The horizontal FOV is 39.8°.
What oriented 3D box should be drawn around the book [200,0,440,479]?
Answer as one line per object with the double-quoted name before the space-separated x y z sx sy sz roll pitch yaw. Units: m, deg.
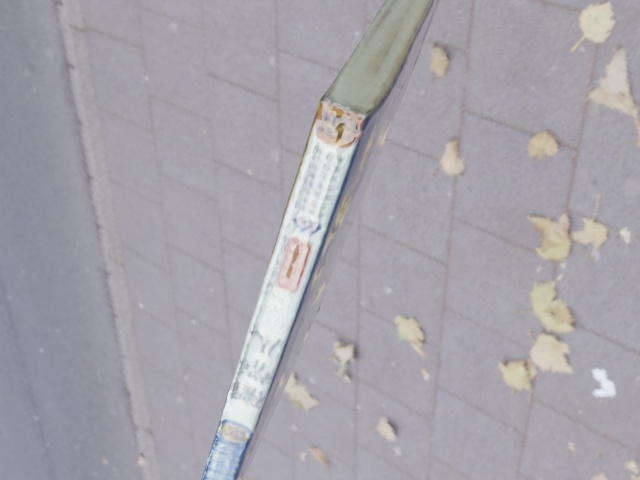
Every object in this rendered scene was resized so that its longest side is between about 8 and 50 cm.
"book" 0.000 0.000 0.733 0.039 0.300 0.428 23 128 3
